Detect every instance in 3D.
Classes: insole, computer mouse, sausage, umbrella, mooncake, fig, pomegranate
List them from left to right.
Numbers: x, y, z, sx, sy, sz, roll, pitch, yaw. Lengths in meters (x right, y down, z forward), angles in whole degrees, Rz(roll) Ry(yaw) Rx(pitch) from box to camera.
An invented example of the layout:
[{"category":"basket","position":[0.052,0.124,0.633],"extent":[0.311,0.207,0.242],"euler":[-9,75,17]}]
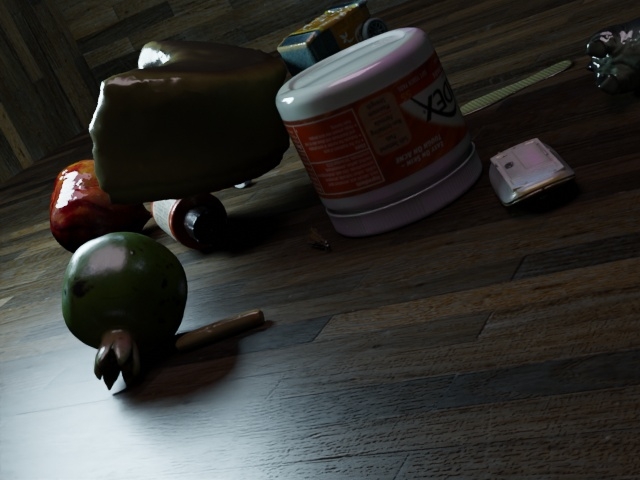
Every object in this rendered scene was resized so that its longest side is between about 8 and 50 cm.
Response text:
[{"category":"fig","position":[-0.421,-0.052,2.196],"extent":[0.250,0.186,0.203],"euler":[13,34,-16]},{"category":"pomegranate","position":[-0.277,0.100,1.524],"extent":[0.187,0.187,0.225],"euler":[-19,48,21]},{"category":"mooncake","position":[-0.250,-0.207,1.888],"extent":[0.394,0.246,0.393],"euler":[-20,22,-41]},{"category":"sausage","position":[-0.139,0.122,1.480],"extent":[0.132,0.024,0.024],"euler":[-20,18,15]},{"category":"umbrella","position":[-0.002,0.000,1.646],"extent":[0.020,0.031,0.083],"euler":[3,13,-16]},{"category":"insole","position":[0.347,-0.278,1.999],"extent":[0.253,0.005,0.086],"euler":[-24,18,4]},{"category":"computer mouse","position":[0.284,-0.088,1.465],"extent":[0.102,0.044,0.199],"euler":[-25,18,6]}]

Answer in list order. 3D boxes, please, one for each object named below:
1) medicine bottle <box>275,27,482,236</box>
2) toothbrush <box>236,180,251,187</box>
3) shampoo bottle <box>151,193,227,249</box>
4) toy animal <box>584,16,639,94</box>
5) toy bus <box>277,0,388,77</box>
[{"category":"medicine bottle","position":[0.088,-0.167,1.643],"extent":[0.253,0.240,0.252],"euler":[-23,18,8]},{"category":"toothbrush","position":[-0.212,-0.127,2.315],"extent":[0.027,0.021,0.269],"euler":[-20,14,-26]},{"category":"shampoo bottle","position":[-0.230,-0.043,1.954],"extent":[0.104,0.104,0.278],"euler":[-30,18,-12]},{"category":"toy animal","position":[0.564,-0.303,1.612],"extent":[0.343,0.106,0.168],"euler":[-17,11,8]},{"category":"toy bus","position":[0.059,-0.266,1.919],"extent":[0.167,0.275,0.138],"euler":[-36,20,-21]}]
